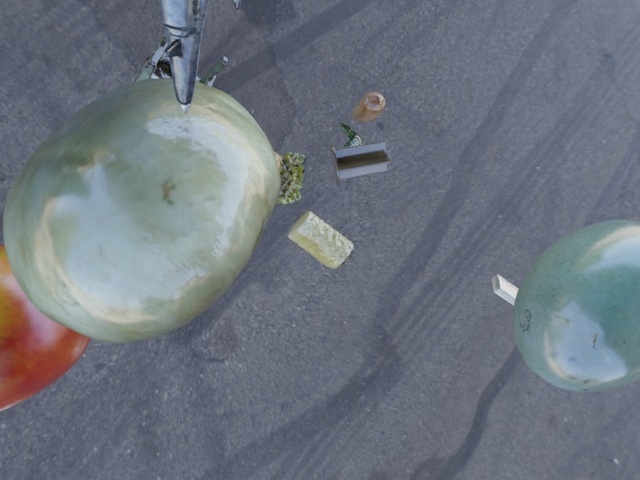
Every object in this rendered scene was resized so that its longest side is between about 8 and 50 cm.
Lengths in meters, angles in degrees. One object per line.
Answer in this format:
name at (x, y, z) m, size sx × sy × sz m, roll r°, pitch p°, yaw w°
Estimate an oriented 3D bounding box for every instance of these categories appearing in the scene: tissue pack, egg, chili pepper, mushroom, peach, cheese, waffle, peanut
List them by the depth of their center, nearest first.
egg at (0.337, 0.076, 0.499) m, size 0.236 × 0.169 × 0.169 m, roll -43°, pitch 98°, yaw -20°
mushroom at (-0.207, -0.041, 0.517) m, size 0.352 × 0.352 × 0.260 m, roll -44°, pitch 134°, yaw -14°
peach at (-0.710, 0.193, 0.935) m, size 0.389 × 0.388 × 0.387 m, roll 1°, pitch 86°, yaw -16°
tissue pack at (0.464, 0.130, 0.995) m, size 0.108 × 0.023 × 0.056 m, roll 34°, pitch 38°, yaw -9°
cheese at (0.000, 0.000, 1.161) m, size 0.167 × 0.123 × 0.093 m, roll 37°, pitch 75°, yaw -14°
peanut at (0.146, -0.404, 1.267) m, size 0.076 × 0.152 × 0.076 m, roll 2°, pitch 84°, yaw -19°
waffle at (-0.151, -0.262, 1.721) m, size 0.054 × 0.204 × 0.223 m, roll 11°, pitch 85°, yaw -44°
chili pepper at (0.136, -0.445, 1.857) m, size 0.122 × 0.065 × 0.278 m, roll 8°, pitch 42°, yaw 1°

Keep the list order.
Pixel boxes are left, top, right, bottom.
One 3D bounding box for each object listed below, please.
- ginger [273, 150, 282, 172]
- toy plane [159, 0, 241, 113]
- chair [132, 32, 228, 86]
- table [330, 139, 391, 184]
ginger at (-0.264, -0.150, 1.288) m, size 0.354 × 0.190 × 0.126 m, roll -36°, pitch 115°, yaw 13°
toy plane at (-0.090, -0.195, 0.263) m, size 0.160 × 0.082 × 0.234 m, roll 13°, pitch 114°, yaw -1°
chair at (-0.345, -0.344, 0.934) m, size 0.136 × 0.271 × 0.147 m, roll 31°, pitch 63°, yaw -33°
table at (0.165, -0.327, 1.682) m, size 0.227 × 0.167 × 0.167 m, roll -10°, pitch 89°, yaw -2°
